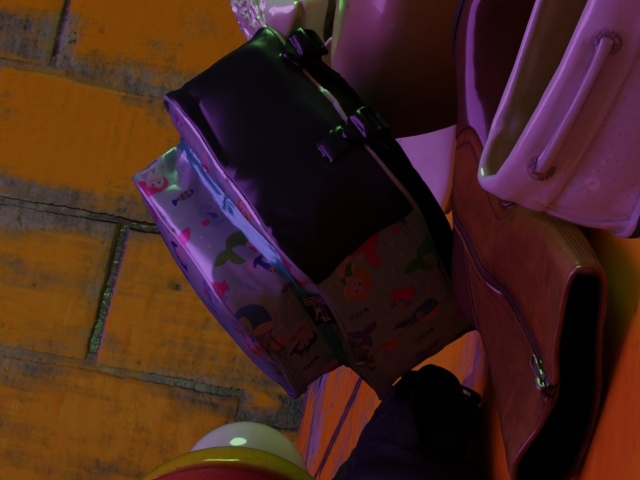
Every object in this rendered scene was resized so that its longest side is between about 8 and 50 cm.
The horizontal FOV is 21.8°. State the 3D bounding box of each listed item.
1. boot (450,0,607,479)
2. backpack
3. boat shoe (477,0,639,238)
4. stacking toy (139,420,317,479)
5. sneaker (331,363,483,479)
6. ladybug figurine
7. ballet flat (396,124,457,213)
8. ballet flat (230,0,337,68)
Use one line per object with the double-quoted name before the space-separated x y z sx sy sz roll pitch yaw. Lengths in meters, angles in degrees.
"boot" 0.122 -0.031 0.983 0.280 0.096 0.264 -89 11 -68
"backpack" 0.000 0.000 1.212 0.225 0.191 0.253 52 -176 37
"boat shoe" 0.132 -0.176 0.714 0.136 0.156 0.367 -86 7 -61
"stacking toy" -0.066 0.275 1.285 0.480 0.351 0.350 -73 -5 -70
"sneaker" 0.072 0.158 1.234 0.286 0.109 0.130 -163 97 -82
"ladybug figurine" 0.105 -0.242 1.353 0.449 0.162 0.305 -86 6 -61
"ballet flat" 0.105 -0.226 1.613 0.139 0.139 0.400 143 137 -85
"ballet flat" 0.011 -0.236 2.061 0.409 0.147 0.147 59 155 26
